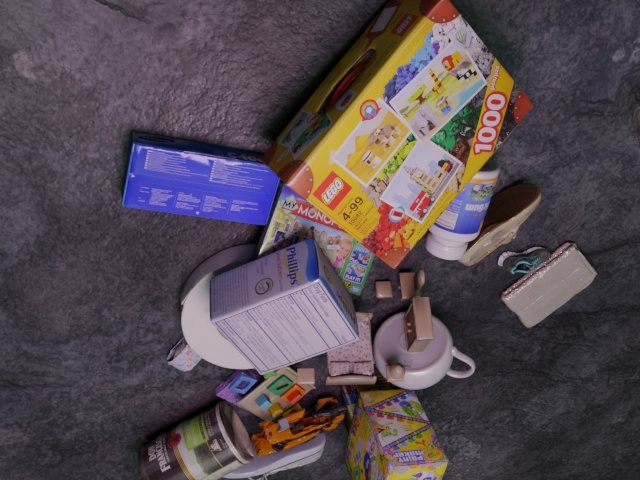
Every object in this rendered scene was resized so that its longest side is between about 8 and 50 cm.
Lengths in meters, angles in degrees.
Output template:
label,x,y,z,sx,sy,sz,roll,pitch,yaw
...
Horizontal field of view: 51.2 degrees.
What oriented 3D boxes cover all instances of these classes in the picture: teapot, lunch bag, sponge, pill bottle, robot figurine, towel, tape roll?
label,x,y,z,sx,sy,sz,roll,pitch,yaw
teapot,0.283,0.345,1.983,0.253,0.256,0.187,-31,140,-12
lunch bag,-0.380,0.322,1.868,0.083,0.053,0.071,-49,125,4
sponge,-0.201,0.465,2.029,0.117,0.031,0.210,-44,125,14
pill bottle,0.363,-0.090,1.765,0.153,0.152,0.271,0,122,-17
robot figurine,-0.057,0.564,2.043,0.291,0.085,0.211,-14,151,-30
towel,0.713,0.139,2.089,0.282,0.049,0.187,-40,123,12
tape roll,-0.190,0.186,1.826,0.393,0.072,0.391,-8,124,-12

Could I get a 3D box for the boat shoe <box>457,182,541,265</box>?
label,x,y,z,sx,sy,sz,roll,pitch,yaw
boat shoe,0.498,-0.040,1.873,0.302,0.109,0.098,-43,130,19

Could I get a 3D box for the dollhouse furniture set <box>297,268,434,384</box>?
label,x,y,z,sx,sy,sz,roll,pitch,yaw
dollhouse furniture set,0.111,0.224,1.815,0.356,0.303,0.173,-2,157,-4

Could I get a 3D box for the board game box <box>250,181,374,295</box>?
label,x,y,z,sx,sy,sz,roll,pitch,yaw
board game box,0.000,0.000,1.733,0.318,0.046,0.213,19,93,-26

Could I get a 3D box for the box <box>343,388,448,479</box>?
label,x,y,z,sx,sy,sz,roll,pitch,yaw
box,0.206,0.637,1.946,0.177,0.279,0.289,0,123,-17

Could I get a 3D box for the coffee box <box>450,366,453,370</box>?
label,x,y,z,sx,sy,sz,roll,pitch,yaw
coffee box,0.335,0.386,2.136,0.113,0.040,0.184,-33,125,7

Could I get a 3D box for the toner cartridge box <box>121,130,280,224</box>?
label,x,y,z,sx,sy,sz,roll,pitch,yaw
toner cartridge box,-0.280,-0.143,1.580,0.348,0.075,0.165,8,118,-22

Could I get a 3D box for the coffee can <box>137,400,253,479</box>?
label,x,y,z,sx,sy,sz,roll,pitch,yaw
coffee can,-0.367,0.628,1.981,0.276,0.201,0.201,-29,126,2

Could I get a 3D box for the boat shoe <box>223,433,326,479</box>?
label,x,y,z,sx,sy,sz,roll,pitch,yaw
boat shoe,-0.162,0.710,2.153,0.368,0.135,0.156,-12,128,-21

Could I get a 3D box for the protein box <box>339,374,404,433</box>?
label,x,y,z,sx,sy,sz,roll,pitch,yaw
protein box,0.182,0.554,2.141,0.200,0.136,0.201,-13,125,-8

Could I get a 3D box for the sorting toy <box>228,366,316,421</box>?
label,x,y,z,sx,sy,sz,roll,pitch,yaw
sorting toy,-0.125,0.469,1.988,0.196,0.047,0.347,-37,137,5

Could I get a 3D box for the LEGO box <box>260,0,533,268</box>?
label,x,y,z,sx,sy,sz,roll,pitch,yaw
LEGO box,0.176,-0.248,1.527,0.373,0.193,0.500,37,95,-33

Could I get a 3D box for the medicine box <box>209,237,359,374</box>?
label,x,y,z,sx,sy,sz,roll,pitch,yaw
medicine box,-0.087,0.171,1.667,0.290,0.149,0.263,-22,133,11

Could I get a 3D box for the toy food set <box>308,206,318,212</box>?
label,x,y,z,sx,sy,sz,roll,pitch,yaw
toy food set,-0.032,-0.178,1.632,0.128,0.071,0.217,-34,121,-15

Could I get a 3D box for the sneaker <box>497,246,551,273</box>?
label,x,y,z,sx,sy,sz,roll,pitch,yaw
sneaker,0.618,0.068,1.994,0.167,0.076,0.064,-11,125,-10
